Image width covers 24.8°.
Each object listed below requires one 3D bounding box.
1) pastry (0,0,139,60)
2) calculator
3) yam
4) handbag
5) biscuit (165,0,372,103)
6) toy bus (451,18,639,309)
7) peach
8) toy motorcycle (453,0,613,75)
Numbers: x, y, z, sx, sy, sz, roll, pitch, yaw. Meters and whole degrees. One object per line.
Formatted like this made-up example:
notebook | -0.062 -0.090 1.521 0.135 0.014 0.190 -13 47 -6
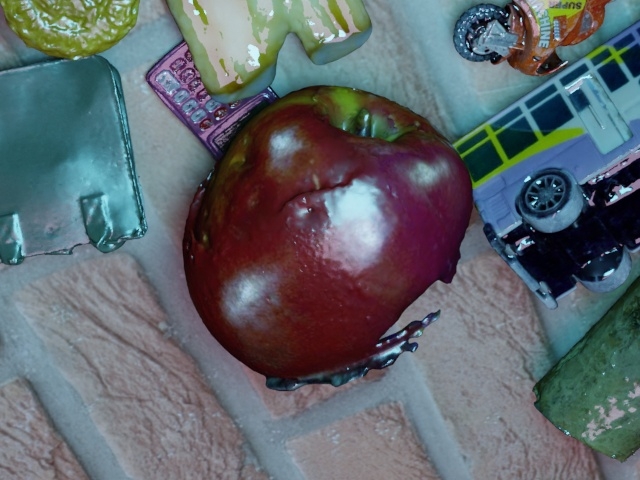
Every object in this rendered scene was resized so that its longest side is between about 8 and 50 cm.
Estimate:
pastry | -0.307 -0.321 1.803 0.189 0.103 0.188 -4 120 -8
calculator | -0.132 -0.192 1.952 0.127 0.034 0.190 -36 114 12
yam | 0.483 0.187 2.189 0.195 0.195 0.300 33 110 -25
handbag | -0.364 -0.099 1.876 0.248 0.079 0.260 -11 92 -5
biscuit | -0.086 -0.337 1.843 0.237 0.062 0.290 -24 114 4
toy bus | 0.418 -0.135 1.951 0.440 0.249 0.209 -34 136 14
peach | 0.000 0.000 1.916 0.353 0.339 0.416 17 125 0
toy motorcycle | 0.318 -0.322 1.920 0.298 0.089 0.171 -39 120 12
